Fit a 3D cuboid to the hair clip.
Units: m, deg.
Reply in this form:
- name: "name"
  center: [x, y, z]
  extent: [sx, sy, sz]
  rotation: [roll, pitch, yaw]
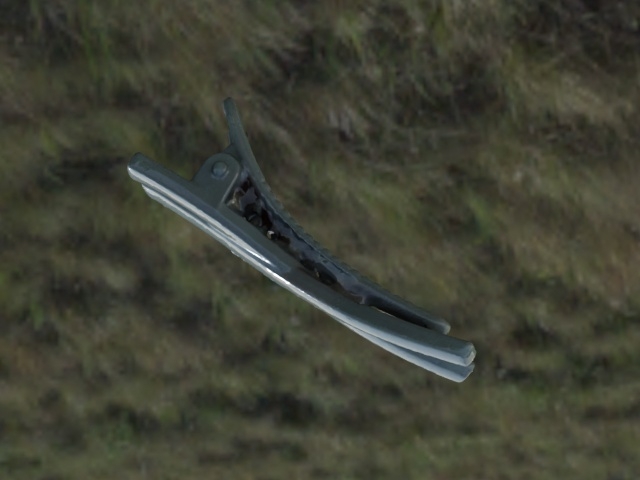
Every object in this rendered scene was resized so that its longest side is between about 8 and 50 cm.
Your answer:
- name: "hair clip"
  center: [0.000, 0.000, 0.385]
  extent: [0.115, 0.039, 0.030]
  rotation: [36, 174, 14]
